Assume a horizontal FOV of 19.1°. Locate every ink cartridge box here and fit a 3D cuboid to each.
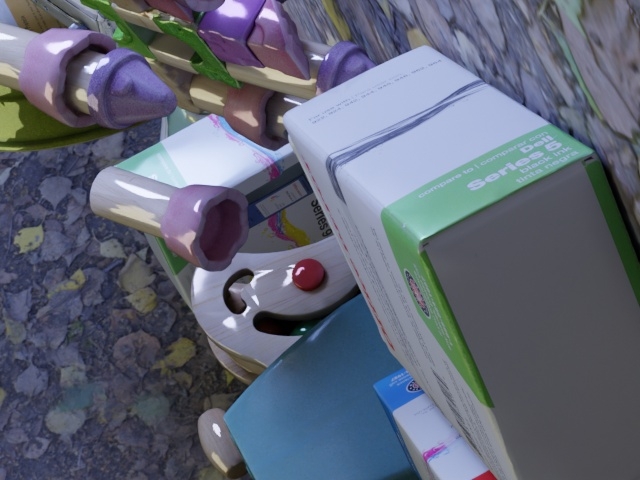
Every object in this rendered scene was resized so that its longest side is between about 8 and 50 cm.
[{"bbox_3d":[0.139,0.139,1.232,0.078,0.134,0.231,66,174,-26],"label":"ink cartridge box"},{"bbox_3d":[-0.061,-0.048,1.749,0.093,0.212,0.154,54,170,34],"label":"ink cartridge box"},{"bbox_3d":[0.095,0.017,1.136,0.198,0.115,0.273,65,173,-24],"label":"ink cartridge box"}]

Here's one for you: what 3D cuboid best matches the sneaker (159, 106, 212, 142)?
[{"bbox_3d":[-0.094,-0.115,1.916,0.208,0.127,0.319,-113,14,-44],"label":"sneaker"}]

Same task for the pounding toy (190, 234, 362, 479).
[{"bbox_3d":[-0.014,0.075,1.648,0.154,0.269,0.155,49,169,26],"label":"pounding toy"}]

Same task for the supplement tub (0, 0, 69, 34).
[{"bbox_3d":[-0.332,-0.344,2.227,0.228,0.316,0.228,61,174,11],"label":"supplement tub"}]

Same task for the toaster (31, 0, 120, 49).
[{"bbox_3d":[-0.176,-0.282,1.793,0.146,0.227,0.129,42,164,16],"label":"toaster"}]

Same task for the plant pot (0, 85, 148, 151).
[{"bbox_3d":[-0.366,-0.355,2.576,0.366,0.367,0.353,-129,23,-62],"label":"plant pot"}]

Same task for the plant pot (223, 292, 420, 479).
[{"bbox_3d":[0.056,0.144,1.496,0.165,0.234,0.165,58,173,28],"label":"plant pot"}]

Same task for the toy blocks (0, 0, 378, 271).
[{"bbox_3d":[-0.049,-0.157,1.367,0.260,0.309,0.288,18,162,32],"label":"toy blocks"}]
